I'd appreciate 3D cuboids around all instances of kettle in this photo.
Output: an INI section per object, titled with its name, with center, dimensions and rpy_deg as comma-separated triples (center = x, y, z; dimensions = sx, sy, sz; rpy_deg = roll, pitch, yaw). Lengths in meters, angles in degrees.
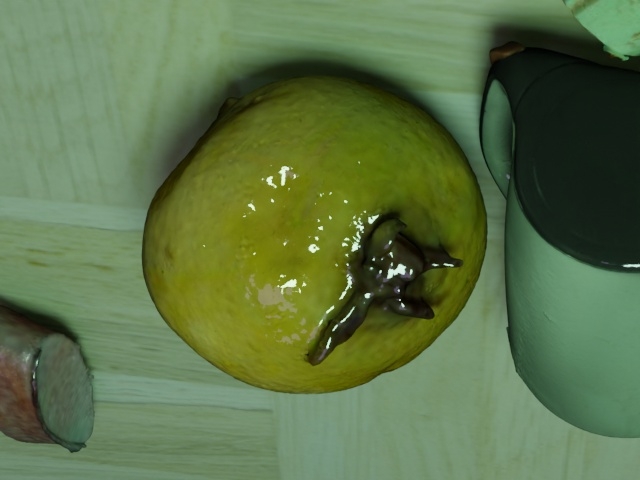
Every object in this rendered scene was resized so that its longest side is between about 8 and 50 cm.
[kettle]
center = 0.185, -0.007, 0.970
dimensions = 0.165, 0.240, 0.255
rpy_deg = -36, 151, -8

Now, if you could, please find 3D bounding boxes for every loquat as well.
[loquat]
center = 0.000, 0.000, 1.005
dimensions = 0.243, 0.244, 0.244
rpy_deg = 8, 135, 8

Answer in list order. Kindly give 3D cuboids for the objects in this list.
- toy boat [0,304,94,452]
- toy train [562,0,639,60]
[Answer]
[toy boat]
center = -0.348, 0.112, 1.322
dimensions = 0.282, 0.096, 0.206
rpy_deg = 11, 151, 17
[toy train]
center = 0.232, -0.215, 0.829
dimensions = 0.177, 0.116, 0.285
rpy_deg = 28, 134, -31
